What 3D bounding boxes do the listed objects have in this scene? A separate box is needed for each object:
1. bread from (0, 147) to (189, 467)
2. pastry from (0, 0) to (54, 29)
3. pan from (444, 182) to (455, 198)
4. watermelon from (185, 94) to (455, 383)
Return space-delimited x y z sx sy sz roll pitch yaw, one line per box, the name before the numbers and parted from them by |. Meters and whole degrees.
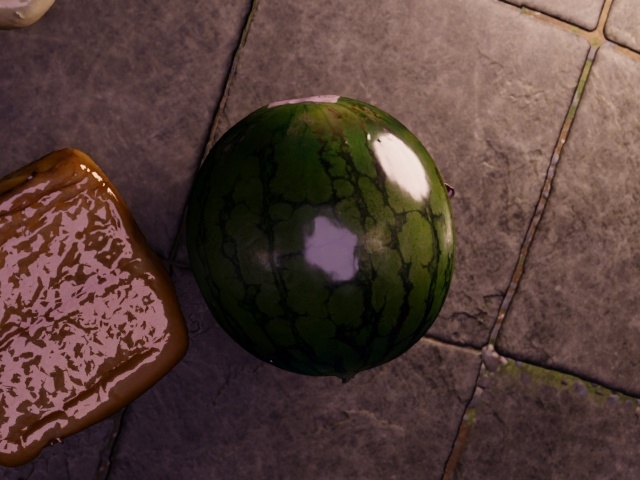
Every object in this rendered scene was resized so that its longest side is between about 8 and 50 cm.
bread | -0.361 0.088 1.276 0.337 0.148 0.328 -36 103 -15
pastry | -0.398 -0.337 1.247 0.156 0.092 0.156 -3 99 -17
pan | 0.105 -0.108 1.431 0.212 0.040 0.115 28 95 -15
watermelon | 0.000 0.000 1.271 0.363 0.363 0.363 -2 98 -14
